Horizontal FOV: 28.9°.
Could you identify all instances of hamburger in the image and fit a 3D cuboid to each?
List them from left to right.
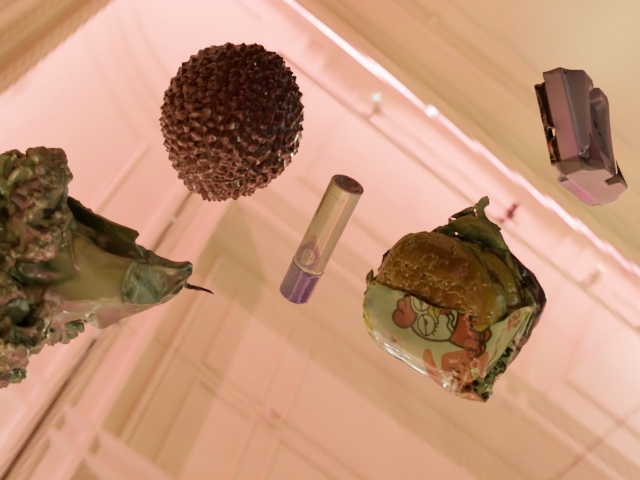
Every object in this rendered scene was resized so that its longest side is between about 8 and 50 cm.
[{"bbox_3d":[0.160,0.061,1.521,0.214,0.235,0.125,36,-156,26],"label":"hamburger"}]

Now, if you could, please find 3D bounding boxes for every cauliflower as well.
[{"bbox_3d":[-0.271,0.033,1.286,0.315,0.257,0.239,6,-178,11],"label":"cauliflower"}]

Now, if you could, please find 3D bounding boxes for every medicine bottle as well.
[{"bbox_3d":[0.000,0.000,2.045,0.059,0.231,0.059,20,-152,-11],"label":"medicine bottle"}]

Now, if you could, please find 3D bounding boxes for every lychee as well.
[{"bbox_3d":[-0.149,-0.195,2.110,0.267,0.267,0.267,31,-152,-19],"label":"lychee"}]

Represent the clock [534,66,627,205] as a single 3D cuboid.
[{"bbox_3d":[0.444,-0.173,2.099,0.253,0.083,0.187,21,-124,-61],"label":"clock"}]
